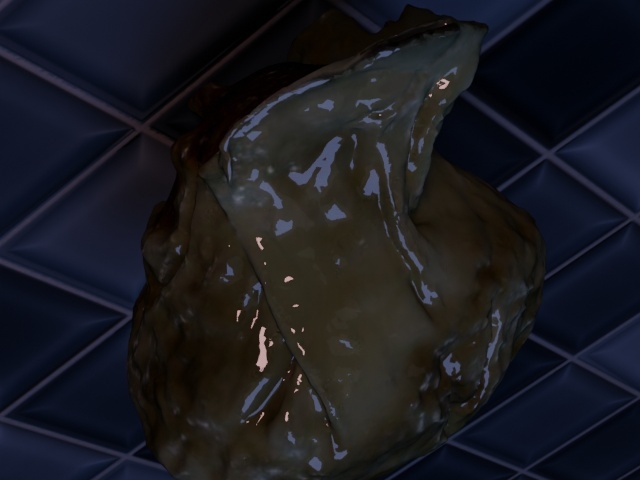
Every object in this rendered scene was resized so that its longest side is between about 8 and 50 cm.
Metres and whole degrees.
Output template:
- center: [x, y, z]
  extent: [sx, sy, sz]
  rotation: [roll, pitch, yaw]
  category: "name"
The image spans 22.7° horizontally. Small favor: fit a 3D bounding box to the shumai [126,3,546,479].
- center: [0.000, 0.000, 1.052]
  extent: [0.330, 0.292, 0.288]
  rotation: [-50, 169, -23]
  category: "shumai"
